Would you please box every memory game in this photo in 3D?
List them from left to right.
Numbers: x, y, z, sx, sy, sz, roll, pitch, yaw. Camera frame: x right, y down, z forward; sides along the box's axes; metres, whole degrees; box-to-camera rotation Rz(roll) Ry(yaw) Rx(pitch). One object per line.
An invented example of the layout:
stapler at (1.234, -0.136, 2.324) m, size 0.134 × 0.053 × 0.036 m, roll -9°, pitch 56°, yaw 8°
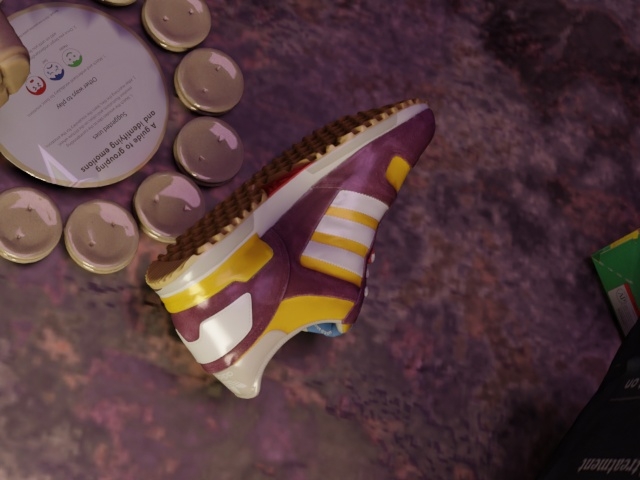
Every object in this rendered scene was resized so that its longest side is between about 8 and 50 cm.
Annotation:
memory game at (-0.123, -0.072, 0.668) m, size 0.186 × 0.012 × 0.186 m, roll 8°, pitch 68°, yaw -22°

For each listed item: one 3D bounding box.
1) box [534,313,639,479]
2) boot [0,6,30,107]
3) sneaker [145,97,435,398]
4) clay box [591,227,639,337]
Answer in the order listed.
box at (0.236, 0.331, 0.486) m, size 0.480 × 0.297 × 0.472 m, roll 40°, pitch 74°, yaw -7°
boot at (-0.274, -0.078, 0.579) m, size 0.207 × 0.090 × 0.248 m, roll 43°, pitch 66°, yaw 12°
sneaker at (0.000, 0.000, 0.675) m, size 0.185 × 0.069 × 0.084 m, roll -38°, pitch 106°, yaw -29°
clay box at (0.277, 0.032, 0.790) m, size 0.222 × 0.053 × 0.127 m, roll -15°, pitch 79°, yaw -29°
